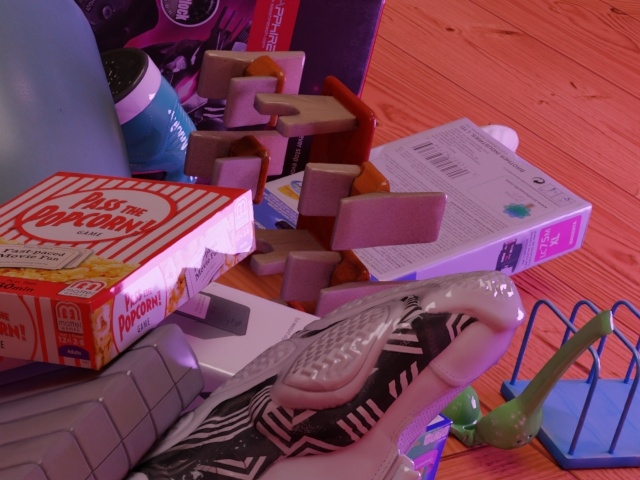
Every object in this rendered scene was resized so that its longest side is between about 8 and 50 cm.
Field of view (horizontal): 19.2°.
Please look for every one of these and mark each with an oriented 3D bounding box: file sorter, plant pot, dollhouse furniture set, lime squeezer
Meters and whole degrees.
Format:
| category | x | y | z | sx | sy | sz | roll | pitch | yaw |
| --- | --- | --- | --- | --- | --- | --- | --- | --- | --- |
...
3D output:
| category | x | y | z | sx | sy | sz | roll | pitch | yaw |
| --- | --- | --- | --- | --- | --- | --- | --- | --- | --- |
| file sorter | 0.263 | 0.115 | 1.592 | 0.170 | 0.104 | 0.118 | 2 | 28 | -26 |
| plant pot | -0.271 | -0.025 | 1.413 | 0.293 | 0.293 | 0.235 | -2 | 47 | -31 |
| dollhouse furniture set | 0.000 | 0.000 | 1.508 | 0.135 | 0.259 | 0.262 | -3 | 31 | -27 |
| lime squeezer | 0.118 | 0.116 | 1.532 | 0.059 | 0.110 | 0.310 | -31 | 17 | -36 |

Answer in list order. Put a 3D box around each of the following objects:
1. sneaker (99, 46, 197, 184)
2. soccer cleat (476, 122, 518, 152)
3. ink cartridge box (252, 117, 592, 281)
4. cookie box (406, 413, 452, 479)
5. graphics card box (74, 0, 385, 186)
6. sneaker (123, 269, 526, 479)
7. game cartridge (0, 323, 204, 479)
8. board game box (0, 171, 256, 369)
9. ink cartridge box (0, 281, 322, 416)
| category | x | y | z | sx | sy | sz | roll | pitch | yaw |
| --- | --- | --- | --- | --- | --- | --- | --- | --- | --- |
| sneaker | -0.217 | -0.064 | 1.698 | 0.295 | 0.178 | 0.124 | -10 | 43 | 37 |
| soccer cleat | 0.147 | -0.069 | 1.966 | 0.196 | 0.068 | 0.076 | -21 | 47 | -40 |
| ink cartridge box | 0.079 | -0.016 | 1.772 | 0.311 | 0.065 | 0.186 | -18 | 41 | -35 |
| cookie box | 0.040 | 0.175 | 1.346 | 0.040 | 0.107 | 0.092 | 33 | 32 | 32 |
| graphics card box | -0.139 | -0.177 | 1.835 | 0.370 | 0.233 | 0.094 | 10 | 26 | -11 |
| sneaker | -0.005 | 0.180 | 1.078 | 0.365 | 0.210 | 0.137 | -34 | 9 | -13 |
| game cartridge | -0.262 | 0.153 | 1.081 | 0.355 | 0.068 | 0.230 | -16 | 18 | 25 |
| board game box | -0.148 | 0.014 | 1.147 | 0.146 | 0.045 | 0.193 | 6 | 23 | 25 |
| ink cartridge box | -0.106 | 0.130 | 1.254 | 0.272 | 0.198 | 0.115 | 18 | 27 | 9 |
